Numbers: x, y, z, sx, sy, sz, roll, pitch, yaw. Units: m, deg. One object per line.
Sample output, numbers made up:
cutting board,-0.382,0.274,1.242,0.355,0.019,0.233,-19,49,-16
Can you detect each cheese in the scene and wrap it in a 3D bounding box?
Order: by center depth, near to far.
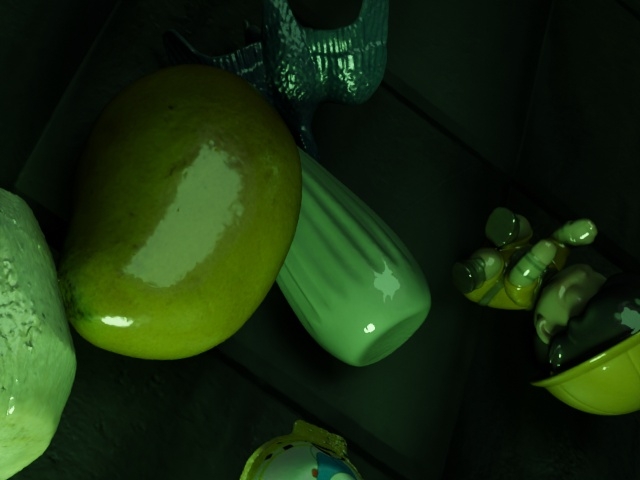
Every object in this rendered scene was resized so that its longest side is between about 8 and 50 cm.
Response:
cheese,-0.015,0.275,1.504,0.156,0.064,0.250,25,57,-24

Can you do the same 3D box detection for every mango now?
mango,-0.129,-0.021,1.559,0.211,0.173,0.317,34,49,-15

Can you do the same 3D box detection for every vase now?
vase,0.000,0.000,1.695,0.128,0.128,0.248,-16,63,-47

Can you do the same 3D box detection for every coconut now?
coconut,-0.311,0.060,1.280,0.245,0.245,0.247,-3,60,-43

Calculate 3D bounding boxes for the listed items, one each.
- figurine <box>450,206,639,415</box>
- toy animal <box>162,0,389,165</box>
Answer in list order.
figurine,0.269,0.078,1.844,0.257,0.167,0.192,36,50,20
toy animal,-0.028,-0.180,1.787,0.176,0.239,0.255,-119,-168,-57
